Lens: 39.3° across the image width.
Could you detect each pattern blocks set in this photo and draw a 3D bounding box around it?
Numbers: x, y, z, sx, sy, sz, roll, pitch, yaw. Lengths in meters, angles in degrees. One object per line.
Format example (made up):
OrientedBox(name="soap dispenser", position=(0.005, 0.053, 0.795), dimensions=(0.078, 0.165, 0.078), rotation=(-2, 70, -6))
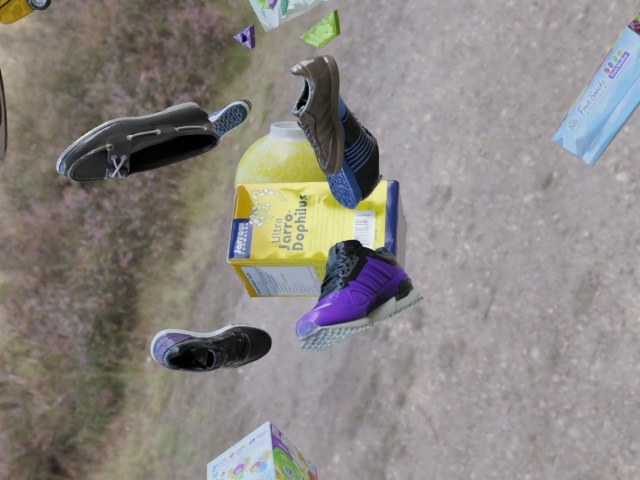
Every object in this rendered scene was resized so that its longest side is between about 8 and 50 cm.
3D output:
OrientedBox(name="pattern blocks set", position=(-0.065, -0.472, 1.601), dimensions=(0.324, 0.285, 0.026), rotation=(-38, 6, 36))

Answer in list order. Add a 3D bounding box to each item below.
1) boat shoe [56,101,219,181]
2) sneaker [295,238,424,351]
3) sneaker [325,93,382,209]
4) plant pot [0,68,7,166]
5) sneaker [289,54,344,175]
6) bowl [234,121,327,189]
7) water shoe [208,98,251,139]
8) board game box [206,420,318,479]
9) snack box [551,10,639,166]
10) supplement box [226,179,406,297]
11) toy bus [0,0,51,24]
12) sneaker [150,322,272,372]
OrientedBox(name="boat shoe", position=(-0.344, -0.180, 1.744), dimensions=(0.095, 0.335, 0.112), rotation=(47, 142, 21))
OrientedBox(name="sneaker", position=(0.039, 0.076, 1.421), dimensions=(0.102, 0.293, 0.146), rotation=(-30, 82, 35))
OrientedBox(name="sneaker", position=(0.043, -0.163, 1.455), dimensions=(0.081, 0.232, 0.090), rotation=(23, 54, 36))
OrientedBox(name="plant pot", position=(-0.555, -0.224, 1.503), dimensions=(0.236, 0.032, 0.237), rotation=(177, 90, -80))
OrientedBox(name="sneaker", position=(-0.010, -0.181, 1.328), dimensions=(0.066, 0.071, 0.189), rotation=(-128, 29, -57))
OrientedBox(name="bowl", position=(-0.065, -0.201, 2.160), dimensions=(0.289, 0.289, 0.156), rotation=(-143, 51, -64))
OrientedBox(name="water shoe", position=(-0.257, -0.288, 2.260), dimensions=(0.203, 0.073, 0.080), rotation=(-24, 14, 19))
OrientedBox(name="board game box", position=(-0.086, 0.453, 1.449), dimensions=(0.144, 0.142, 0.275), rotation=(-37, 23, 10))
OrientedBox(name="snack box", position=(0.391, -0.212, 1.137), dimensions=(0.207, 0.070, 0.175), rotation=(-41, -17, -48))
OrientedBox(name="supplement box", position=(0.000, 0.000, 1.948), dimensions=(0.194, 0.356, 0.195), rotation=(70, -158, -62))
OrientedBox(name="toy bus", position=(-0.571, -0.595, 1.893), dimensions=(0.332, 0.130, 0.108), rotation=(-33, 34, 14))
OrientedBox(name="sneaker", position=(-0.227, 0.257, 2.003), dimensions=(0.124, 0.283, 0.107), rotation=(24, 113, 60))
